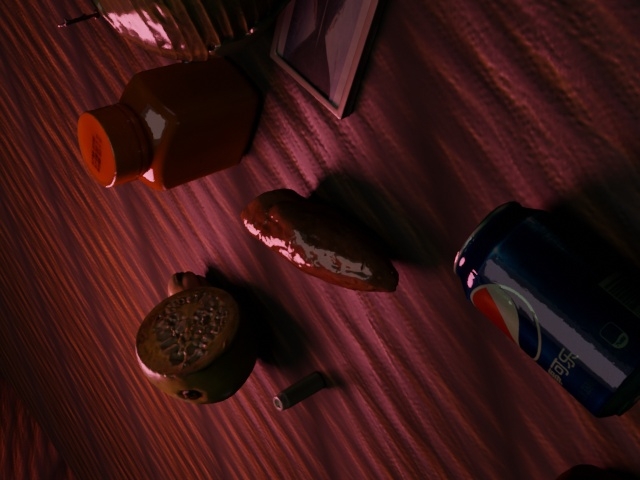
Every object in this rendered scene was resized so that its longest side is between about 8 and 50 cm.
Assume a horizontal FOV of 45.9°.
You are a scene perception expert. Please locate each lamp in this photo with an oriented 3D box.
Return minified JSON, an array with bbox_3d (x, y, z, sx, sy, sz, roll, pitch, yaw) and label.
[{"bbox_3d":[-0.169,-0.307,0.854,0.250,0.284,0.250,52,171,11],"label":"lamp"}]

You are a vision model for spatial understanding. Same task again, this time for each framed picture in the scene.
[{"bbox_3d":[0.007,-0.264,0.883,0.150,0.015,0.203,46,139,26],"label":"framed picture"}]

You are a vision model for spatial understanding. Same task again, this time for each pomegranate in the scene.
[{"bbox_3d":[-0.210,0.173,1.265,0.240,0.190,0.159,34,158,35],"label":"pomegranate"}]

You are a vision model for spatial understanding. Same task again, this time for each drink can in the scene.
[{"bbox_3d":[0.228,0.060,0.707,0.205,0.118,0.118,46,139,27],"label":"drink can"}]

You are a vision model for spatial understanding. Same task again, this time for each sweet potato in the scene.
[{"bbox_3d":[0.000,0.000,0.980,0.251,0.097,0.097,27,129,36],"label":"sweet potato"}]

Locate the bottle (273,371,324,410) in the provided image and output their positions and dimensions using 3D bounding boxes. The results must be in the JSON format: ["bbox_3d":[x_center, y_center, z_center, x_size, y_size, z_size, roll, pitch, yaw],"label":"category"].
[{"bbox_3d":[-0.033,0.230,1.152,0.030,0.083,0.030,28,130,40],"label":"bottle"}]

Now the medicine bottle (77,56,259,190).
[{"bbox_3d":[-0.208,-0.154,1.037,0.112,0.222,0.149,49,141,22],"label":"medicine bottle"}]

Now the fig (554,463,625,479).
[{"bbox_3d":[0.286,0.320,0.781,0.165,0.154,0.144,41,131,-18],"label":"fig"}]
